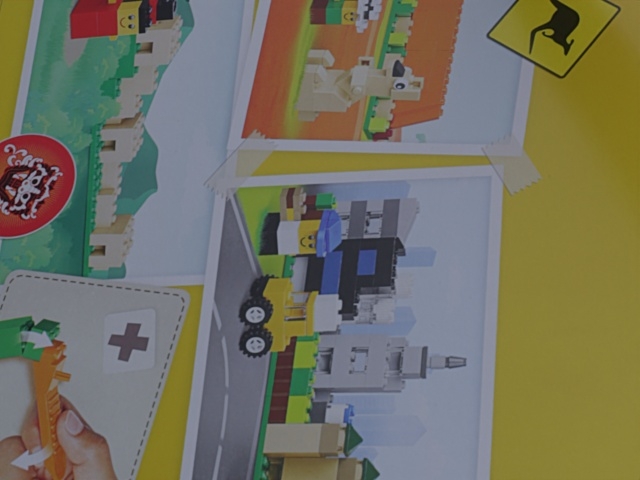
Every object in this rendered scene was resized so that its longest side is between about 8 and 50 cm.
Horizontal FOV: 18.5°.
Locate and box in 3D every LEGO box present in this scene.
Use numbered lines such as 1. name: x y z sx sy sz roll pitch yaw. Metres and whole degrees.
1. LEGO box: 0.000 0.000 0.861 0.193 0.372 0.500 64 31 -58
